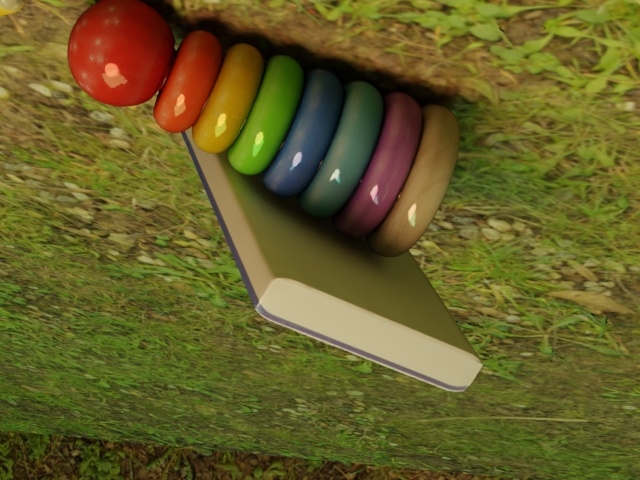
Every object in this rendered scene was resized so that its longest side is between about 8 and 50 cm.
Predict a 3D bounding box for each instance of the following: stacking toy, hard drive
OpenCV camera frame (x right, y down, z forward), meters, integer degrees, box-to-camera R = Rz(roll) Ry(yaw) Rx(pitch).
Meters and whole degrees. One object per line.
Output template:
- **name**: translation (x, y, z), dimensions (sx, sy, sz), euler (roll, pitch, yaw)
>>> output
- **stacking toy**: translation (-0.056, -0.105, 1.103), dimensions (0.330, 0.141, 0.141), euler (22, 158, -11)
- **hard drive**: translation (0.000, 0.000, 1.165), dimensions (0.210, 0.040, 0.319), euler (24, -160, -28)

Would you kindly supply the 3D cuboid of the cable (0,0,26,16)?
- **cable**: translation (-0.330, -0.199, 1.082), dimensions (0.139, 0.072, 0.287), euler (26, 157, -19)
